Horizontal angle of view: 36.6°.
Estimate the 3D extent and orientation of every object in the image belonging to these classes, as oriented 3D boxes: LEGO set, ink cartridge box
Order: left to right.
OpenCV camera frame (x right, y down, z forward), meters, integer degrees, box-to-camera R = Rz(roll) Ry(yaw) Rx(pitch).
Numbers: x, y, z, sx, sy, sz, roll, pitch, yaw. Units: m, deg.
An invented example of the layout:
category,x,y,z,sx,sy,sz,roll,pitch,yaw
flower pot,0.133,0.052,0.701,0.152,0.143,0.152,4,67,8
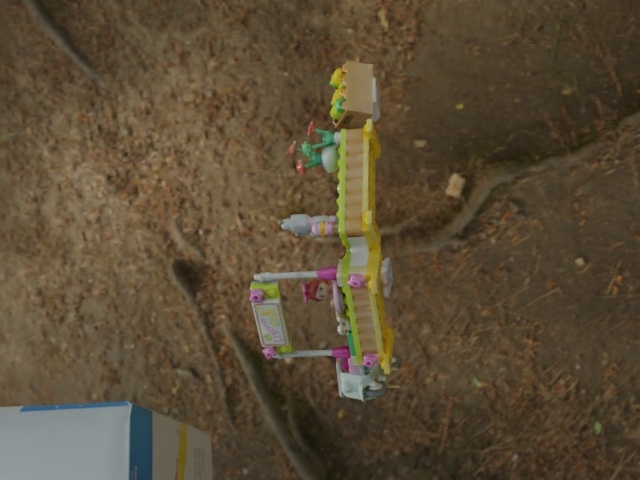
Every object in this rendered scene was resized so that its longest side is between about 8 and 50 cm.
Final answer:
category,x,y,z,sx,sy,sz,roll,pitch,yaw
ink cartridge box,-0.200,0.237,0.814,0.171,0.233,0.168,-5,72,9
LEGO set,0.000,0.000,0.802,0.107,0.132,0.287,-4,101,11
